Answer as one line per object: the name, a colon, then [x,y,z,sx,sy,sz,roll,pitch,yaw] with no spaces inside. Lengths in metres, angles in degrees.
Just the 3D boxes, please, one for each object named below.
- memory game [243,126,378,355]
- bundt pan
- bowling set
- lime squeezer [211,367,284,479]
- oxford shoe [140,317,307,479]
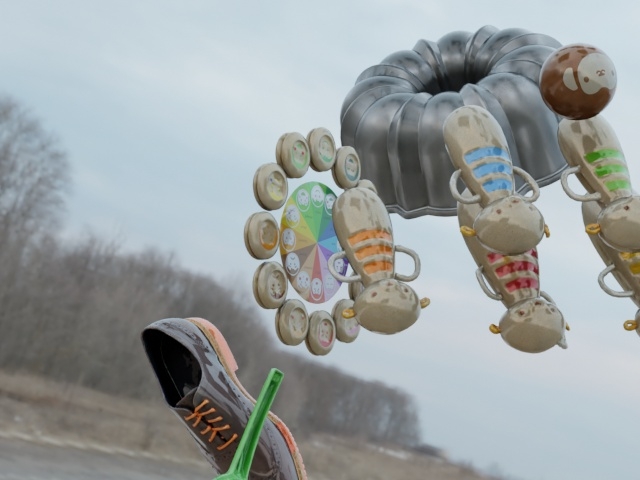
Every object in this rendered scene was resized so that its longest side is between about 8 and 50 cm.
memory game: [0.000,0.000,0.899,0.012,0.186,0.186,-2,-18,34]
bundt pan: [0.168,-0.164,1.383,0.331,0.331,0.124,10,-51,43]
bowling set: [0.155,-0.023,0.801,0.287,0.154,0.199,-4,-39,-13]
lime squeezer: [-0.078,0.258,1.061,0.059,0.110,0.310,21,36,-18]
oxford shoe: [-0.111,0.200,1.212,0.271,0.097,0.098,52,16,22]
